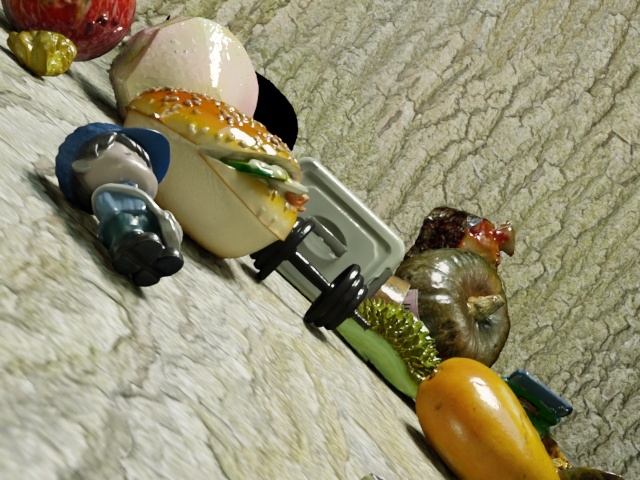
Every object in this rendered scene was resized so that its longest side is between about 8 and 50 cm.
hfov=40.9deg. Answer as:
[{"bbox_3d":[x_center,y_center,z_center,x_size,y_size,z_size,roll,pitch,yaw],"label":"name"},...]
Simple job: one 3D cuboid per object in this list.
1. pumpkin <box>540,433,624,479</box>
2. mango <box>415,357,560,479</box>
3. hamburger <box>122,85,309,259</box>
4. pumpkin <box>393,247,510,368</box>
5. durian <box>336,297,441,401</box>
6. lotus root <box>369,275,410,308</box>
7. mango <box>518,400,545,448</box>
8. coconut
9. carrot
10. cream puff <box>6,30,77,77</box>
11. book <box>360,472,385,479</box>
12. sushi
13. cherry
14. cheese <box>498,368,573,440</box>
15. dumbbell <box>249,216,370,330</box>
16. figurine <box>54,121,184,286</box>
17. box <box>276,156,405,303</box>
[{"bbox_3d":[0.340,0.350,1.175,0.119,0.107,0.183,49,-8,-13],"label":"pumpkin"},{"bbox_3d":[0.193,0.228,0.964,0.219,0.112,0.145,50,5,36],"label":"mango"},{"bbox_3d":[-0.122,-0.081,0.951,0.237,0.147,0.237,40,1,0],"label":"hamburger"},{"bbox_3d":[0.249,0.129,1.563,0.189,0.260,0.260,-9,-37,41],"label":"pumpkin"},{"bbox_3d":[0.115,0.154,1.196,0.221,0.095,0.137,50,7,22],"label":"durian"},{"bbox_3d":[0.097,0.104,1.424,0.081,0.112,0.122,36,4,5],"label":"lotus root"},{"bbox_3d":[0.243,0.261,1.193,0.161,0.103,0.076,45,-5,35],"label":"mango"},{"bbox_3d":[-0.219,-0.238,1.360,0.233,0.233,0.245,41,-4,-27],"label":"coconut"},{"bbox_3d":[-0.214,-0.274,1.745,0.340,0.224,0.224,36,6,-27],"label":"carrot"},{"bbox_3d":[-0.349,-0.233,1.078,0.083,0.083,0.058,-167,-108,-74],"label":"cream puff"},{"bbox_3d":[0.145,0.271,0.592,0.269,0.025,0.191,40,5,-40],"label":"book"},{"bbox_3d":[0.272,0.082,1.810,0.182,0.343,0.196,29,-7,33],"label":"sushi"},{"bbox_3d":[-0.369,-0.358,1.296,0.250,0.192,0.175,-71,142,-87],"label":"cherry"},{"bbox_3d":[0.290,0.262,1.322,0.204,0.083,0.320,38,-20,8],"label":"cheese"},{"bbox_3d":[-0.015,0.038,1.074,0.208,0.099,0.099,44,3,-3],"label":"dumbbell"},{"bbox_3d":[-0.148,-0.029,0.653,0.086,0.087,0.149,37,22,-50],"label":"figurine"},{"bbox_3d":[0.000,0.000,1.309,0.227,0.162,0.130,43,-8,-1],"label":"box"}]
